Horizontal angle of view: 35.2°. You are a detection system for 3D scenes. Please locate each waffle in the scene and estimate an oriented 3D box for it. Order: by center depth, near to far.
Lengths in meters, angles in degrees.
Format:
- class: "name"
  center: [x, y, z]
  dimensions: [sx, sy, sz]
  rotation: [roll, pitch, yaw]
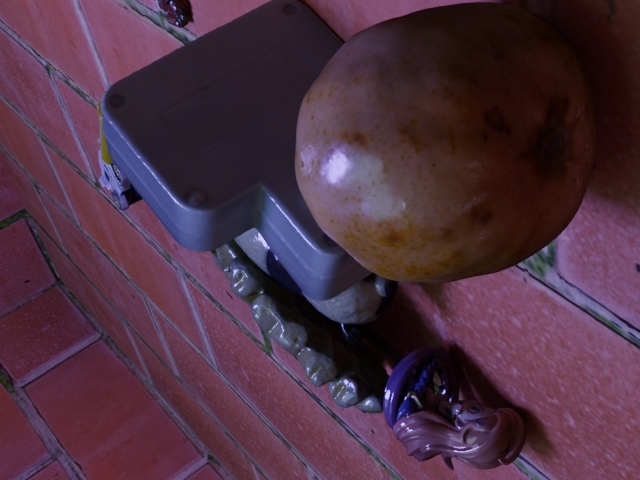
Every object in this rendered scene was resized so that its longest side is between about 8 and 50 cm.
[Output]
- class: "waffle"
  center: [-0.018, 0.095, 1.227]
  dimensions: [0.309, 0.056, 0.292]
  rotation: [46, -176, 13]

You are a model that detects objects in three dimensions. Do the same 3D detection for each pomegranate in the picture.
- class: "pomegranate"
  center: [0.085, -0.069, 0.695]
  dimensions: [0.207, 0.207, 0.207]
  rotation: [46, 157, 26]

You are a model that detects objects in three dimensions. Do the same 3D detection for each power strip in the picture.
- class: "power strip"
  center: [-0.040, -0.086, 0.904]
  dimensions: [0.261, 0.229, 0.141]
  rotation: [50, 157, 19]

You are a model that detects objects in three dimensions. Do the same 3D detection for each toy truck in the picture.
- class: "toy truck"
  center: [-0.300, -0.147, 1.598]
  dimensions: [0.114, 0.098, 0.227]
  rotation: [55, 158, 15]

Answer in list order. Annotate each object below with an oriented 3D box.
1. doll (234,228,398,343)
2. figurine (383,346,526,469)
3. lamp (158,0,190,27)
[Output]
- class: "doll"
  center: [-0.001, 0.000, 1.091]
  dimensions: [0.234, 0.135, 0.143]
  rotation: [41, 156, 29]
- class: "figurine"
  center: [0.142, 0.198, 1.087]
  dimensions: [0.157, 0.114, 0.126]
  rotation: [39, -172, 28]
- class: "lamp"
  center: [-0.185, -0.295, 1.214]
  dimensions: [0.063, 0.031, 0.083]
  rotation: [33, 154, 49]
